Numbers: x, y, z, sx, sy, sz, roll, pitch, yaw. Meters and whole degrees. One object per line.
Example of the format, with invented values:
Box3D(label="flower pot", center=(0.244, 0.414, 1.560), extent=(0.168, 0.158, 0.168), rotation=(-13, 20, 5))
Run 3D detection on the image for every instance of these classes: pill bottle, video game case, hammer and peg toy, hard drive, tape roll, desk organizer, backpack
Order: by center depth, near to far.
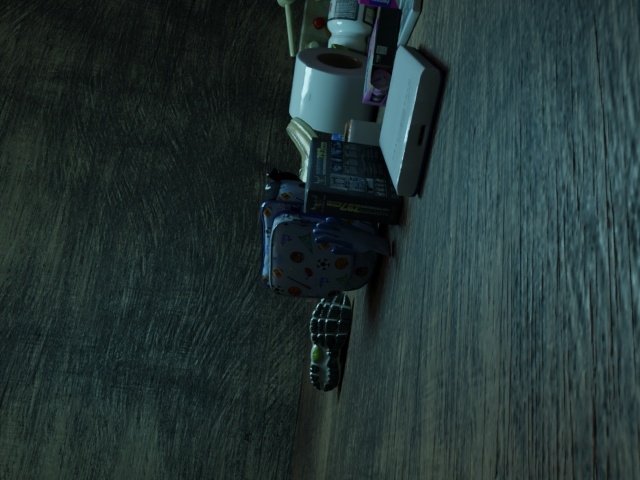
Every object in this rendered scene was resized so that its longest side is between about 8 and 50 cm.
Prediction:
Box3D(label="hard drive", center=(0.157, -0.229, 1.238), extent=(0.319, 0.040, 0.210), rotation=(-91, 10, -68))
Box3D(label="video game case", center=(0.194, -0.525, 1.473), extent=(0.190, 0.022, 0.173), rotation=(116, 162, -78))
Box3D(label="backpack", center=(0.000, 0.000, 1.497), extent=(0.213, 0.263, 0.277), rotation=(-97, 9, -53))
Box3D(label="desk organizer", center=(0.147, -0.455, 1.541), extent=(0.050, 0.047, 0.130), rotation=(-92, 10, -87))
Box3D(label="tape roll", center=(0.041, -0.427, 1.926), extent=(0.246, 0.246, 0.169), rotation=(-88, 7, -58))
Box3D(label="pill bottle", center=(0.108, -0.781, 2.315), extent=(0.162, 0.162, 0.279), rotation=(-125, 44, -85))
Box3D(label="hammer and peg toy", center=(0.003, -0.760, 2.433), extent=(0.127, 0.361, 0.266), rotation=(-163, 80, -67))

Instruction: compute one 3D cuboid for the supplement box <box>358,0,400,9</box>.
Box3D(label="supplement box", center=(0.161, -0.684, 1.646), extent=(0.114, 0.111, 0.220), rotation=(-90, 8, -61))

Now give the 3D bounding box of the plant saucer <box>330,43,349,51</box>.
Box3D(label="plant saucer", center=(0.099, -0.567, 2.305), extent=(0.188, 0.045, 0.188), rotation=(56, 173, 3))

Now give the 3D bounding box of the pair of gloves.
Box3D(label="pair of gloves", center=(0.065, -0.038, 1.347), extent=(0.198, 0.159, 0.023), rotation=(-88, 14, -47))

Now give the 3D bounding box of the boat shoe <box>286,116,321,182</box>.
Box3D(label="boat shoe", center=(-0.004, -0.152, 1.660), extent=(0.341, 0.110, 0.121), rotation=(58, -179, 18))

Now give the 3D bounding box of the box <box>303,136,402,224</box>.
Box3D(label="box", center=(0.064, -0.124, 1.367), extent=(0.233, 0.183, 0.059), rotation=(-89, 8, -57))

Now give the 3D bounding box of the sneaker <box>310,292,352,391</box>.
Box3D(label="sneaker", center=(0.023, 0.266, 1.853), extent=(0.118, 0.107, 0.279), rotation=(-52, -26, -78))

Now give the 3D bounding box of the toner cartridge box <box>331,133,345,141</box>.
Box3D(label="toner cartridge box", center=(0.068, -0.256, 2.479), extent=(0.348, 0.075, 0.165), rotation=(-88, 5, -56))

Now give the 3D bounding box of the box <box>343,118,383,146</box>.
Box3D(label="box", center=(0.104, -0.226, 1.692), extent=(0.170, 0.091, 0.130), rotation=(-119, 37, -85))

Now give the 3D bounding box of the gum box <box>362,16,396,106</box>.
Box3D(label="gum box", center=(0.148, -0.427, 1.657), extent=(0.107, 0.062, 0.188), rotation=(112, 166, -77))
